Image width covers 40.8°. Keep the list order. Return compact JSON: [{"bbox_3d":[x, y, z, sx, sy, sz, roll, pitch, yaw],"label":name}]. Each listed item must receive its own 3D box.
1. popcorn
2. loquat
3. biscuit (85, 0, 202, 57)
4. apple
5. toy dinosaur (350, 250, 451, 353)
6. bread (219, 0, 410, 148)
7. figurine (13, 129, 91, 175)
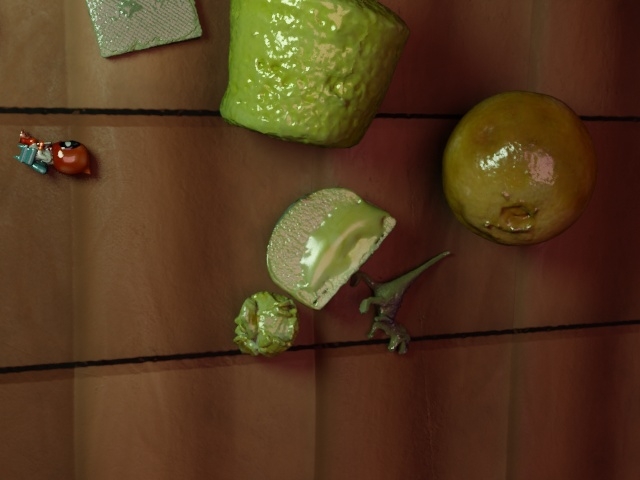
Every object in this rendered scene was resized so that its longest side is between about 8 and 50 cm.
[{"bbox_3d":[-0.106,0.171,1.762,0.135,0.142,0.162,-58,141,-42],"label":"popcorn"},{"bbox_3d":[0.412,-0.150,1.790,0.329,0.328,0.328,-3,100,-18],"label":"loquat"},{"bbox_3d":[-0.334,-0.425,1.636,0.199,0.040,0.121,-17,102,-15],"label":"biscuit"},{"bbox_3d":[0.000,0.000,1.779,0.193,0.120,0.265,42,81,-7],"label":"apple"},{"bbox_3d":[0.164,0.117,1.890,0.200,0.072,0.251,19,80,-31],"label":"toy dinosaur"},{"bbox_3d":[-0.029,-0.333,1.604,0.348,0.348,0.307,15,99,-20],"label":"bread"},{"bbox_3d":[-0.496,-0.157,1.607,0.140,0.068,0.075,14,91,-18],"label":"figurine"}]
